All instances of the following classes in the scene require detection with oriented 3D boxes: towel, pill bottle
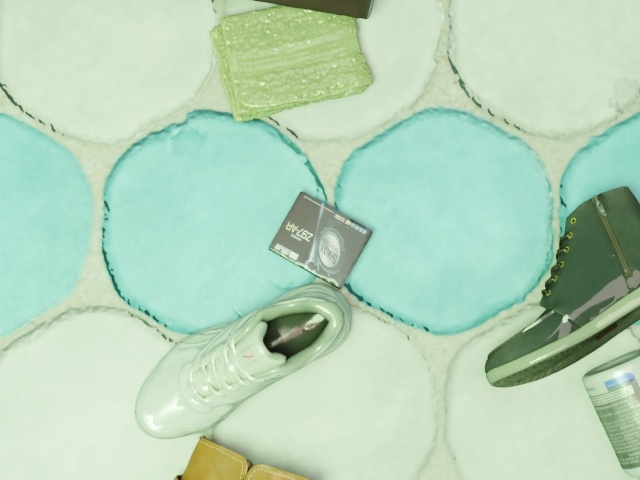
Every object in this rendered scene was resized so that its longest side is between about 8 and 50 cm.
[{"bbox_3d":[-0.030,-0.183,1.195,0.148,0.027,0.110,-14,84,-2],"label":"towel"},{"bbox_3d":[0.313,0.178,1.146,0.078,0.078,0.137,-23,86,-3],"label":"pill bottle"}]

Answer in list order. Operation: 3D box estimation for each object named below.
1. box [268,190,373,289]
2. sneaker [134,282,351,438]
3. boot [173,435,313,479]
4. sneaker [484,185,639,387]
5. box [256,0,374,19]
[{"bbox_3d":[0.000,0.000,1.184,0.083,0.018,0.067,30,84,1],"label":"box"},{"bbox_3d":[-0.077,0.109,1.123,0.232,0.115,0.090,-33,86,-4],"label":"sneaker"},{"bbox_3d":[-0.044,0.327,1.107,0.284,0.109,0.220,22,76,18],"label":"boot"},{"bbox_3d":[0.238,0.048,1.167,0.222,0.083,0.118,-32,68,3],"label":"sneaker"},{"bbox_3d":[-0.119,-0.351,1.143,0.382,0.143,0.191,10,75,1],"label":"box"}]
